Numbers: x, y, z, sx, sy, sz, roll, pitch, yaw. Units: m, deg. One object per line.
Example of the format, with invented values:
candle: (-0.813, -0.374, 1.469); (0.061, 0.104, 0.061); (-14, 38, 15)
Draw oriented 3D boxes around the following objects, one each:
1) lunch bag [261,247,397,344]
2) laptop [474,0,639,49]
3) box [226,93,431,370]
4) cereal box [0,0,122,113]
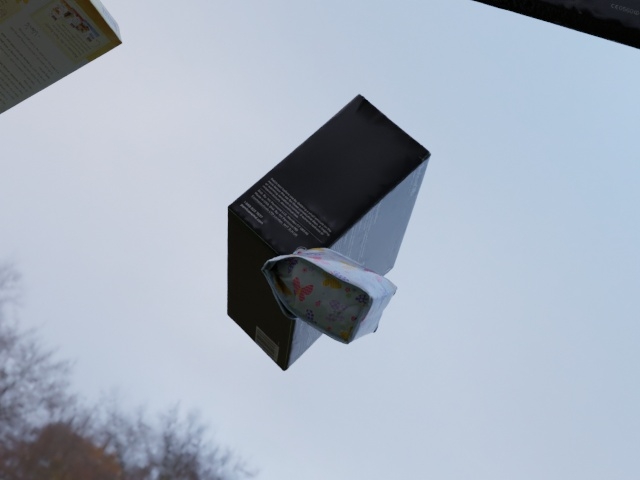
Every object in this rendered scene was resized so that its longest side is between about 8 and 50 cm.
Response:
lunch bag: (0.004, 0.037, 0.809); (0.083, 0.071, 0.053); (31, -77, 15)
laptop: (0.211, -0.236, 0.877); (0.234, 0.264, 0.136); (16, -24, 1)
box: (0.000, 0.000, 1.131); (0.103, 0.184, 0.261); (44, -22, 15)
cereal box: (-0.382, -0.245, 1.308); (0.240, 0.047, 0.173); (-27, -44, 7)
